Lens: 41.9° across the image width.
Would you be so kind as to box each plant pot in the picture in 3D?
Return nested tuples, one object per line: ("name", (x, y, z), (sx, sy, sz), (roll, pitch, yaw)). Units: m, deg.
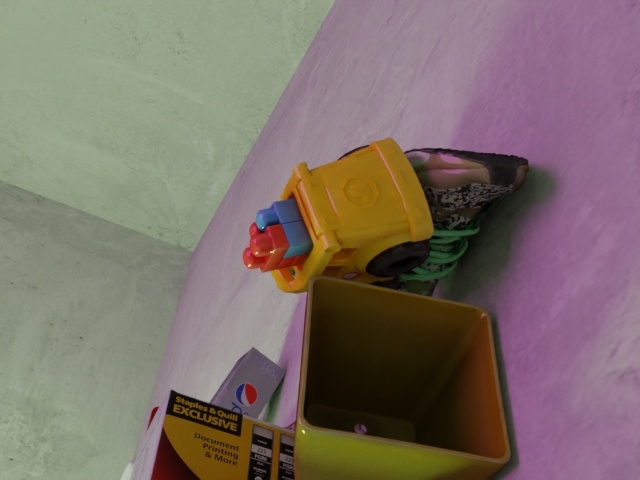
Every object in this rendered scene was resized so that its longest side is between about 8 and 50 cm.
("plant pot", (0.066, 0.193, 0.932), (0.212, 0.212, 0.187), (-86, 10, -49))

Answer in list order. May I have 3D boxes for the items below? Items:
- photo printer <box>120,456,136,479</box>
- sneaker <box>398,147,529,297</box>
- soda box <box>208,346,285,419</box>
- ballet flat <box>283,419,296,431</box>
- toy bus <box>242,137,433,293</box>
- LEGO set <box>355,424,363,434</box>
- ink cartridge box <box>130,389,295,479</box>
("photo printer", (-0.216, 0.461, 1.430), (0.107, 0.307, 0.256), (36, 112, 34))
("sneaker", (0.146, 0.002, 1.090), (0.410, 0.158, 0.182), (141, 127, -67))
("soda box", (-0.186, 0.356, 1.658), (0.286, 0.091, 0.098), (-56, 7, -34))
("ballet flat", (-0.043, 0.344, 1.269), (0.250, 0.058, 0.084), (102, 163, -47))
("toy bus", (0.000, 0.000, 1.000), (0.150, 0.211, 0.220), (67, 155, 21))
("LEGO set", (0.049, 0.212, 1.168), (0.093, 0.087, 0.227), (-106, 39, -68))
("ink cartridge box", (-0.068, 0.311, 1.003), (0.272, 0.309, 0.130), (-88, 24, -52))
